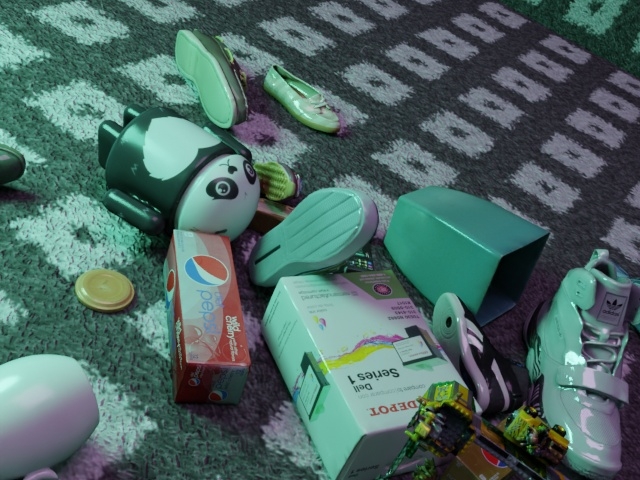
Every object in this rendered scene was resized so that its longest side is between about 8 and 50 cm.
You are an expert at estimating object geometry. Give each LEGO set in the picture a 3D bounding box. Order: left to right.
[{"bbox_3d":[0.123,0.324,0.799,0.255,0.331,0.192,42,15,3],"label":"LEGO set"}]

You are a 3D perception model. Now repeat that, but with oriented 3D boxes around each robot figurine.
[{"bbox_3d":[-0.228,-0.106,1.269,0.278,0.209,0.173,34,-1,15],"label":"robot figurine"}]

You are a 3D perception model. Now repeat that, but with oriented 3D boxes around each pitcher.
[{"bbox_3d":[-0.340,0.227,0.852,0.207,0.125,0.178,-22,75,-32],"label":"pitcher"}]

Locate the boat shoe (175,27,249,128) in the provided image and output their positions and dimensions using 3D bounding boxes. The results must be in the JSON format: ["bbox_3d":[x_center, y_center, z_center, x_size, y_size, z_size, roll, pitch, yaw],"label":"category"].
[{"bbox_3d":[-0.207,-0.337,1.632,0.096,0.117,0.324,-5,39,-29],"label":"boat shoe"}]

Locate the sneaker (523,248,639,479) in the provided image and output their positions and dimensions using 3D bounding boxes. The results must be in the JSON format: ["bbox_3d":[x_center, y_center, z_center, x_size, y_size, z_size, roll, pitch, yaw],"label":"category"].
[{"bbox_3d":[0.424,0.177,1.239,0.137,0.210,0.366,17,36,-8],"label":"sneaker"}]

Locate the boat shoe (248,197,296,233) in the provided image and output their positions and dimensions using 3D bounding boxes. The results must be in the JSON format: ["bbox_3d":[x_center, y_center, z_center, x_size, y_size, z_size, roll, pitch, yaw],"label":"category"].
[{"bbox_3d":[-0.046,-0.032,1.372,0.170,0.063,0.059,22,42,-1],"label":"boat shoe"}]

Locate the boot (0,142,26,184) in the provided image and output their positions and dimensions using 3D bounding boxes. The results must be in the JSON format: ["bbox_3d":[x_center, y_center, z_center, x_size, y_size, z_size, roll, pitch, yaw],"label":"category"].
[{"bbox_3d":[-0.531,-0.062,1.135,0.189,0.076,0.209,-3,35,-11],"label":"boot"}]

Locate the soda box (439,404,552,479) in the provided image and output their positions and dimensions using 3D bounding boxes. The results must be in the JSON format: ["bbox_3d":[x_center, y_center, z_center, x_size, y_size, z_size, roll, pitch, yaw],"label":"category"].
[{"bbox_3d":[0.251,0.302,1.116,0.181,0.058,0.061,-19,53,-44],"label":"soda box"}]

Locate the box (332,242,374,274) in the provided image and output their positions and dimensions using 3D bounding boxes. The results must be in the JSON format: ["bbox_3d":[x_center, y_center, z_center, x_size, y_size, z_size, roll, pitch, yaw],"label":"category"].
[{"bbox_3d":[0.054,0.046,1.328,0.052,0.062,0.083,13,37,-15],"label":"box"}]

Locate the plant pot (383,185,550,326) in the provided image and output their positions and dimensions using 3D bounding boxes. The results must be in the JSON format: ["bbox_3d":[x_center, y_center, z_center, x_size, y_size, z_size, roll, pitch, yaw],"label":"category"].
[{"bbox_3d":[0.240,0.013,1.401,0.234,0.166,0.165,37,37,30],"label":"plant pot"}]

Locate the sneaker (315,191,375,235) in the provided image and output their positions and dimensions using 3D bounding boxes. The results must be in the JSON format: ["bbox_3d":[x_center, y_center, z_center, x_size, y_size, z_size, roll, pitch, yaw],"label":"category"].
[{"bbox_3d":[0.046,-0.050,1.466,0.135,0.052,0.058,33,26,1],"label":"sneaker"}]

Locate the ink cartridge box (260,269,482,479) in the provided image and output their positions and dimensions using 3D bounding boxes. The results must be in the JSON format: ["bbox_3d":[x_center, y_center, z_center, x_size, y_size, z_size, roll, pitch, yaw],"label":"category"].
[{"bbox_3d":[0.065,0.181,1.117,0.201,0.117,0.278,-2,44,-31],"label":"ink cartridge box"}]

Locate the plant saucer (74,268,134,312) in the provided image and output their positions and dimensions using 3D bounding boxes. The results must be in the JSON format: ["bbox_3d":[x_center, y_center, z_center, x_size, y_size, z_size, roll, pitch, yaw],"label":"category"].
[{"bbox_3d":[-0.310,0.070,1.141,0.083,0.013,0.084,15,36,-12],"label":"plant saucer"}]

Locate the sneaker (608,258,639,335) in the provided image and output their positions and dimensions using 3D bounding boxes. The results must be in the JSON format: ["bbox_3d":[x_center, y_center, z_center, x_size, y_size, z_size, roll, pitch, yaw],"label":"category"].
[{"bbox_3d":[0.641,0.113,1.513,0.104,0.125,0.262,-8,46,-36],"label":"sneaker"}]

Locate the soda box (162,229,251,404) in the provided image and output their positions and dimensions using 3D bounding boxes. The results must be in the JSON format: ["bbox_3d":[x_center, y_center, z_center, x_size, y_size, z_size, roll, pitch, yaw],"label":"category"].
[{"bbox_3d":[-0.166,0.102,1.120,0.092,0.084,0.263,7,38,-22],"label":"soda box"}]

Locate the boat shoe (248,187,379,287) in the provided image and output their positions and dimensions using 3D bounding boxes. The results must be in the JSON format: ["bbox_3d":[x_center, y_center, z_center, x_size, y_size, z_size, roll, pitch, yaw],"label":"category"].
[{"bbox_3d":[0.000,0.000,1.180,0.094,0.302,0.109,6,71,-33],"label":"boat shoe"}]

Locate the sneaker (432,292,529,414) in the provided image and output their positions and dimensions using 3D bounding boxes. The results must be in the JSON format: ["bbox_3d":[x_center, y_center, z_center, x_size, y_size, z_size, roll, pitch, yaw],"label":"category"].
[{"bbox_3d":[0.260,0.184,1.265,0.121,0.079,0.217,9,46,-24],"label":"sneaker"}]

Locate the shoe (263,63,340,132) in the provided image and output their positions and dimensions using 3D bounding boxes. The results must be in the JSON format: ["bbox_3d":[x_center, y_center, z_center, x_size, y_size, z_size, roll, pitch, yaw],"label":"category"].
[{"bbox_3d":[-0.039,-0.309,1.730,0.219,0.058,0.076,39,39,20],"label":"shoe"}]

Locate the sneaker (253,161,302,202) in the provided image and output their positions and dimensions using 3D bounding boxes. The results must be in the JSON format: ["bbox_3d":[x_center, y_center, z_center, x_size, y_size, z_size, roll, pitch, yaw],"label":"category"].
[{"bbox_3d":[-0.061,-0.102,1.398,0.083,0.070,0.185,9,9,-24],"label":"sneaker"}]
